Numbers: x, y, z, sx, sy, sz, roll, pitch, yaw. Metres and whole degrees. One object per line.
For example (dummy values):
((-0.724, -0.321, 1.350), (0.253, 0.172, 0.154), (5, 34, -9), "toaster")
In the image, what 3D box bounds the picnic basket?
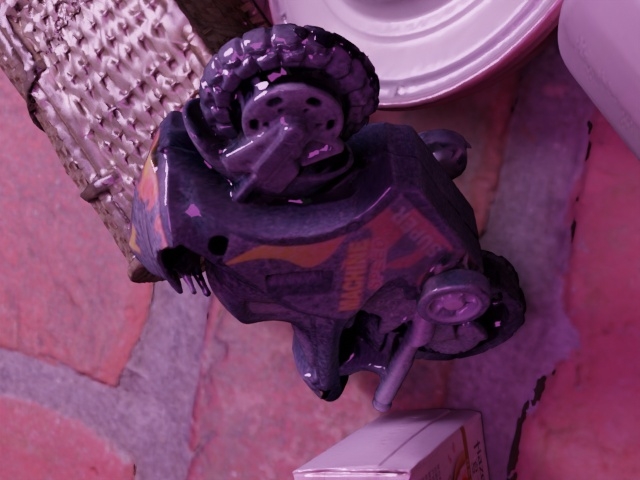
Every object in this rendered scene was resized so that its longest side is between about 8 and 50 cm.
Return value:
((-0.105, -0.089, 0.733), (0.154, 0.134, 0.196), (-38, 80, 21), "picnic basket")

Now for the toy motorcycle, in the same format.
((0.000, 0.000, 0.623), (0.173, 0.307, 0.108), (-19, 51, 19), "toy motorcycle")

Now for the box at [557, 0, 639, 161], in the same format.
((0.259, -0.095, 0.522), (0.291, 0.262, 0.206), (-33, 68, -8), "box")

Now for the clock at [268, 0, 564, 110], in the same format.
((0.061, -0.189, 0.635), (0.244, 0.056, 0.244), (-14, 68, 38), "clock")

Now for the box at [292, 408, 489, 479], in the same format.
((0.057, 0.215, 0.693), (0.081, 0.135, 0.199), (-4, 94, 26), "box")
